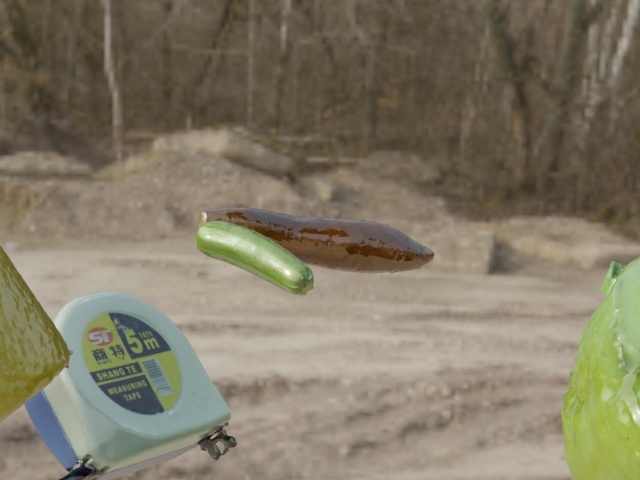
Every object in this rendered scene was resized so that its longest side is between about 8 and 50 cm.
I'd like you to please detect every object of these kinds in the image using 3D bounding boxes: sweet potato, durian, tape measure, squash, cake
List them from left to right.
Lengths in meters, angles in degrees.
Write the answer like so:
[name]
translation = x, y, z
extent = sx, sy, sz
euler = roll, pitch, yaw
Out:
[cake]
translation = -0.269, 0.069, 0.836
extent = 0.179, 0.156, 0.260
euler = -42, 17, -25
[tape measure]
translation = -0.261, 0.174, 1.379
extent = 0.098, 0.215, 0.351
euler = -41, -18, 31
[squash]
translation = -0.038, 0.009, 0.764
extent = 0.089, 0.027, 0.027
euler = 24, 18, 30
[sweet potato]
translation = 0.000, 0.001, 1.295
extent = 0.265, 0.057, 0.057
euler = 7, 4, -25
[durian]
translation = 0.312, 0.149, 1.118
extent = 0.204, 0.255, 0.339
euler = -1, -37, -3
